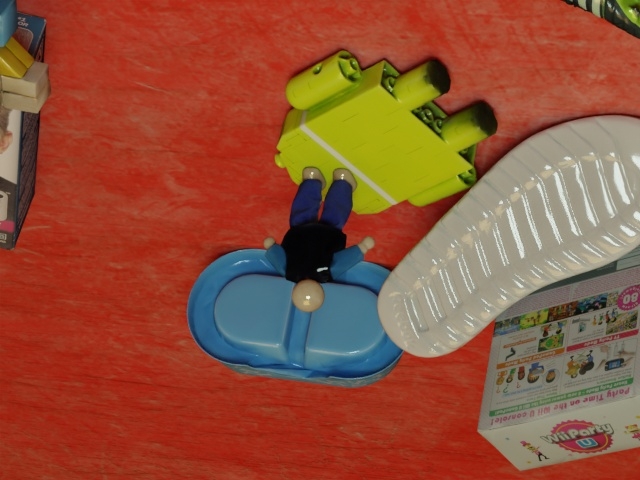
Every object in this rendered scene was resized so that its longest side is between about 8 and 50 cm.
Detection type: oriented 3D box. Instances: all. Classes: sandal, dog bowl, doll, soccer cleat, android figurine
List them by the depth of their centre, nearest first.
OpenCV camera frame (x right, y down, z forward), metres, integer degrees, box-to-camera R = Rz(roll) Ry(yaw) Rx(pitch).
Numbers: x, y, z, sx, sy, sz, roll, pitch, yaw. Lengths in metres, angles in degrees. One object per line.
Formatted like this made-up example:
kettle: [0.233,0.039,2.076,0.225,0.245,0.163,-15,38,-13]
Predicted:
soccer cleat: [0.276,-0.260,1.797,0.179,0.060,0.072,35,149,-17]
doll: [0.000,0.000,2.018,0.129,0.189,0.046,3,142,12]
android figurine: [0.064,-0.118,2.051,0.248,0.056,0.273,37,138,-29]
sandal: [0.238,-0.017,2.059,0.416,0.102,0.169,-33,89,23]
dog bowl: [-0.024,0.108,2.303,0.297,0.166,0.074,7,155,9]

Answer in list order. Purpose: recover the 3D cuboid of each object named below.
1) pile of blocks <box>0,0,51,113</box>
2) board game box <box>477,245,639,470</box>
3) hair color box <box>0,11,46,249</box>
pile of blocks: [-0.430,-0.256,1.862,0.362,0.113,0.149,41,129,-16]
board game box: [0.317,0.099,2.047,0.224,0.303,0.097,-17,133,36]
hair color box: [-0.435,-0.142,2.141,0.173,0.105,0.347,14,143,-2]
